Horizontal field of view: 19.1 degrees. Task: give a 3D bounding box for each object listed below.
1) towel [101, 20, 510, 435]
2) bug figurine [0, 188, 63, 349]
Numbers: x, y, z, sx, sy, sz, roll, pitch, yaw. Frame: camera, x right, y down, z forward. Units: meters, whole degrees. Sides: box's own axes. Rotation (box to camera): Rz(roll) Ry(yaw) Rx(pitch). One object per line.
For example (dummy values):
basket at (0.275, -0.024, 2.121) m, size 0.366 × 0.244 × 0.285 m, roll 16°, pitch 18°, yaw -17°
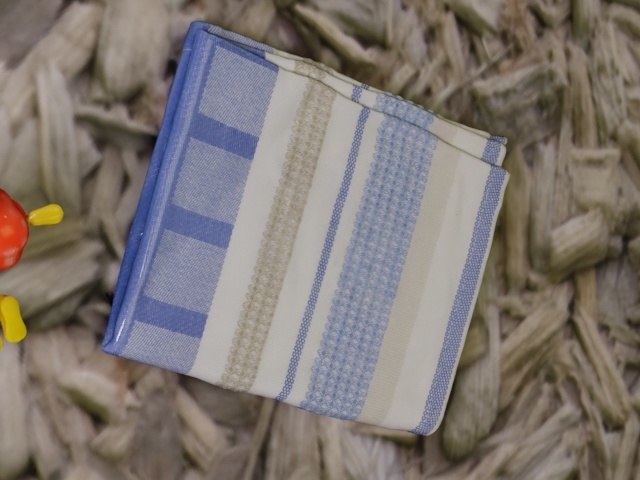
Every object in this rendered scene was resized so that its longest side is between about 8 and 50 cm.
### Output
towel at (0.000, 0.000, 1.177) m, size 0.285 × 0.034 × 0.209 m, roll 18°, pitch 85°, yaw -42°
bug figurine at (-0.227, -0.069, 0.852) m, size 0.216 × 0.072 × 0.279 m, roll -21°, pitch 115°, yaw -33°
